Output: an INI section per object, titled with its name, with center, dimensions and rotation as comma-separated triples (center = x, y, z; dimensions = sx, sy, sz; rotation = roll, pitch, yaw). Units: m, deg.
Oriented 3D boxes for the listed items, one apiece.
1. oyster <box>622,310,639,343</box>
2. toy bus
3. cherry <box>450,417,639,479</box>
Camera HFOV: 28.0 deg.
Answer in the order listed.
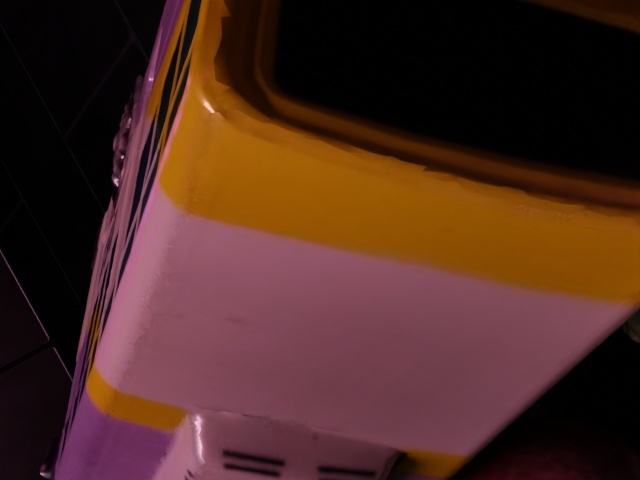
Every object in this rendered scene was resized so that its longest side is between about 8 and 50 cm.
[oyster]
center = 0.161, 0.017, 0.707
dimensions = 0.166, 0.053, 0.108
rotation = 28, 153, 44
[toy bus]
center = 0.000, 0.000, 0.629
dimensions = 0.440, 0.209, 0.249
rotation = 122, 157, -56
[cherry]
center = 0.135, 0.250, 0.785
dimensions = 0.307, 0.221, 0.261
rotation = -40, 82, 24
